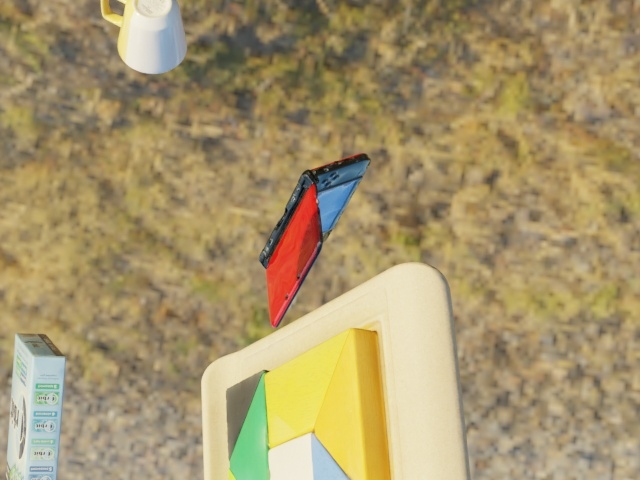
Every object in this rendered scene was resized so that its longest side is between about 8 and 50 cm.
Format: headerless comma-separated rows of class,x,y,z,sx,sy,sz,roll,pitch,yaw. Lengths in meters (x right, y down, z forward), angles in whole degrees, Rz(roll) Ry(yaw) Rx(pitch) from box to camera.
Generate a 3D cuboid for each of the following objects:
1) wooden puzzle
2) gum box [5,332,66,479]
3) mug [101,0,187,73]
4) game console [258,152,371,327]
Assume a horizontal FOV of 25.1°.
wooden puzzle,-0.004,0.148,0.893,0.044,0.220,0.239,13,154,-36
gum box,-0.336,0.212,1.684,0.041,0.184,0.157,3,-175,-20
mug,-0.157,-0.191,1.275,0.078,0.062,0.064,1,151,-6
game console,0.000,0.000,1.405,0.124,0.085,0.144,-20,154,-37
